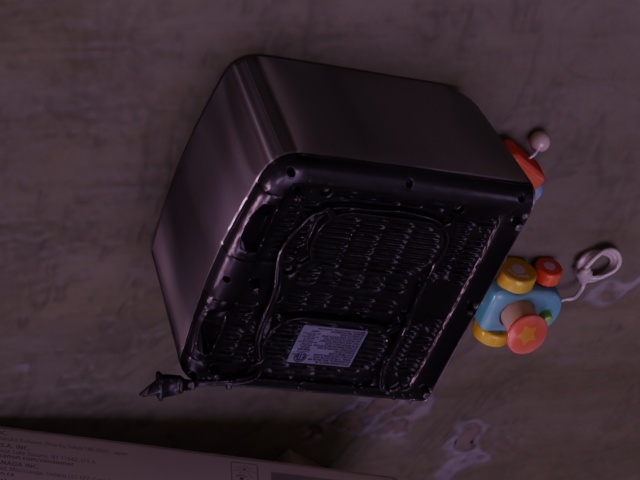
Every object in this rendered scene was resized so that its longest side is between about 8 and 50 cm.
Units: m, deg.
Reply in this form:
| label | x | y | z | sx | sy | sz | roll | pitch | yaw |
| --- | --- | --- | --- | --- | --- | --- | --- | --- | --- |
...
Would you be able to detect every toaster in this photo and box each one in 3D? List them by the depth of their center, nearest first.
| label | x | y | z | sx | sy | sz | roll | pitch | yaw |
| --- | --- | --- | --- | --- | --- | --- | --- | --- | --- |
| toaster | 0.000 | 0.000 | 1.096 | 0.186 | 0.110 | 0.168 | 6 | 128 | -26 |

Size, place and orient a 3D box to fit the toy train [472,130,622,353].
| label | x | y | z | sx | sy | sz | roll | pitch | yaw |
| --- | --- | --- | --- | --- | --- | --- | --- | --- | --- |
| toy train | 0.119 | 0.011 | 1.196 | 0.125 | 0.046 | 0.166 | -36 | 133 | 14 |

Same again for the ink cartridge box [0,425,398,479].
| label | x | y | z | sx | sy | sz | roll | pitch | yaw |
| --- | --- | --- | --- | --- | --- | --- | --- | --- | --- |
| ink cartridge box | -0.120 | 0.245 | 1.268 | 0.296 | 0.066 | 0.261 | 9 | 127 | -11 |

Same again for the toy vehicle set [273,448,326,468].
| label | x | y | z | sx | sy | sz | roll | pitch | yaw |
| --- | --- | --- | --- | --- | --- | --- | --- | --- | --- |
| toy vehicle set | -0.059 | 0.264 | 1.372 | 0.267 | 0.035 | 0.166 | -40 | 132 | 18 |
